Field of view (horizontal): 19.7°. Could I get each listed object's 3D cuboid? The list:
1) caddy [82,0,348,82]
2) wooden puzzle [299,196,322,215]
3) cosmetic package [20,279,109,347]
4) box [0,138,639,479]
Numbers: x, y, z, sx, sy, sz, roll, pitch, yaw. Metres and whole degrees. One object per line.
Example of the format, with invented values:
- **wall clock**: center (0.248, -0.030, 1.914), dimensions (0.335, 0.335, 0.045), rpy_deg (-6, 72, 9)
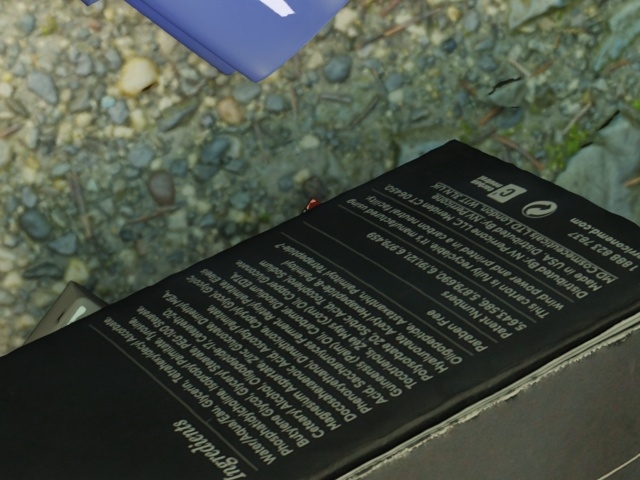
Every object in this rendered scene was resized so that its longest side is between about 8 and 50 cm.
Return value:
- **caddy**: center (-0.031, -0.273, 1.317), dimensions (0.179, 0.241, 0.341), rpy_deg (43, 86, -16)
- **wooden puzzle**: center (0.000, 0.000, 1.456), dimensions (0.049, 0.006, 0.083), rpy_deg (33, 88, -10)
- **cosmetic package**: center (-0.153, 0.145, 1.367), dimensions (0.183, 0.151, 0.151), rpy_deg (37, 87, -10)
- **box**: center (0.019, 0.264, 1.206), dimensions (0.471, 0.297, 0.480), rpy_deg (-26, 121, -23)
